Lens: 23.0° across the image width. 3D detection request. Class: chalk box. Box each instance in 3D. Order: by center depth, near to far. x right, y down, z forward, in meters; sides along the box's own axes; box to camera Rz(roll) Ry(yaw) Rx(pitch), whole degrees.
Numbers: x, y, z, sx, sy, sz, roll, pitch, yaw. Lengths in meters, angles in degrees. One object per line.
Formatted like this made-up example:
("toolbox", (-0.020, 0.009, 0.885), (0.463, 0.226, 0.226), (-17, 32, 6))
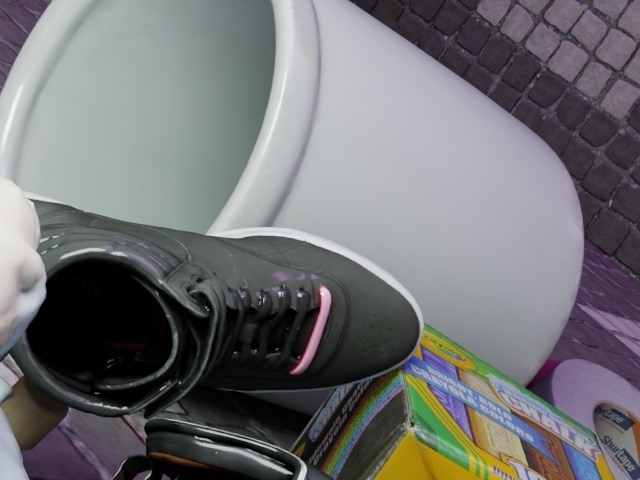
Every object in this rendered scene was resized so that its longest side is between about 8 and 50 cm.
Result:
("chalk box", (0.075, 0.177, 1.033), (0.179, 0.180, 0.289), (33, 14, -7))

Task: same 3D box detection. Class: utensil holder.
("utensil holder", (-0.017, -0.029, 1.250), (0.385, 0.327, 0.327), (26, 15, -43))

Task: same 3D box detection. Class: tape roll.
("tape roll", (0.280, 0.221, 1.519), (0.219, 0.072, 0.219), (32, 30, -21))

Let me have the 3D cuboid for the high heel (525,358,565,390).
("high heel", (0.210, 0.127, 1.723), (0.082, 0.117, 0.244), (27, 15, -32))

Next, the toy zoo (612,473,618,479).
("toy zoo", (0.236, 0.256, 1.310), (0.293, 0.030, 0.192), (52, 22, 14))

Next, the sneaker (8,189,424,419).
("sneaker", (-0.057, 0.051, 0.854), (0.296, 0.104, 0.147), (13, 13, -25))

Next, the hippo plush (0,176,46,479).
("hippo plush", (-0.173, 0.143, 0.596), (0.236, 0.234, 0.294), (57, -23, 18))

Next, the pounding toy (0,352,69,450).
("pounding toy", (-0.228, 0.056, 0.929), (0.181, 0.094, 0.206), (26, 23, -55))

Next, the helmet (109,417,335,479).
("helmet", (-0.040, 0.177, 0.760), (0.161, 0.169, 0.169), (19, 4, 27))
